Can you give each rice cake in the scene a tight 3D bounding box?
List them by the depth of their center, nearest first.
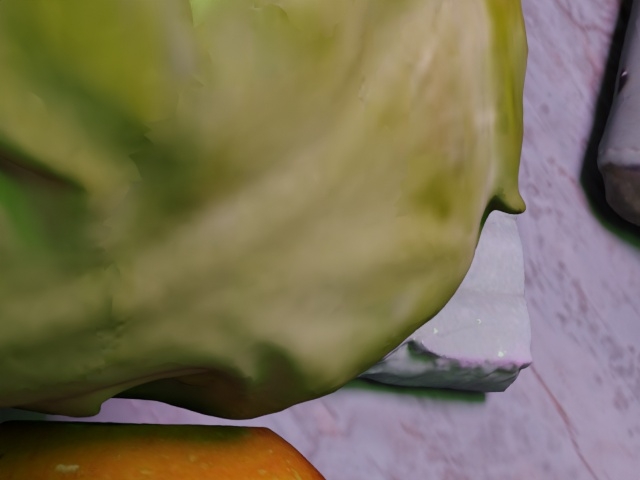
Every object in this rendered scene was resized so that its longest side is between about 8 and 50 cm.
[{"bbox_3d":[0.000,0.000,0.836,0.237,0.043,0.127,14,61,-36],"label":"rice cake"}]

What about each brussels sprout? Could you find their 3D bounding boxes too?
[{"bbox_3d":[-0.083,-0.067,0.627,0.328,0.328,0.247,-24,110,-45],"label":"brussels sprout"}]

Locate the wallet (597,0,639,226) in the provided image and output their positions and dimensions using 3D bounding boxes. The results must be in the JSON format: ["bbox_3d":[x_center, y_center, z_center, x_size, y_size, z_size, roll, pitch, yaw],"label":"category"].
[{"bbox_3d":[0.291,-0.106,1.117,0.252,0.083,0.360,32,54,-19],"label":"wallet"}]

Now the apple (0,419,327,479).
[{"bbox_3d":[-0.071,0.130,0.627,0.147,0.163,0.146,19,74,-58],"label":"apple"}]
